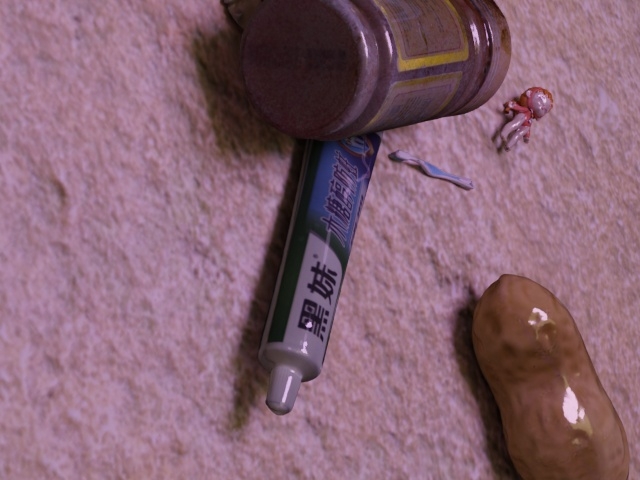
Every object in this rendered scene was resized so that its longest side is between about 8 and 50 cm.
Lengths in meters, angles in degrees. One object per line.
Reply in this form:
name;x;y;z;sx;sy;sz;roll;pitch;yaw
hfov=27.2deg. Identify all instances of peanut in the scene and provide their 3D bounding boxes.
peanut;0.266;0.186;1.519;0.147;0.148;0.318;-42;115;-47

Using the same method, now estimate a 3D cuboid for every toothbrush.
toothbrush;0.133;-0.081;1.523;0.162;0.017;0.014;16;68;-47

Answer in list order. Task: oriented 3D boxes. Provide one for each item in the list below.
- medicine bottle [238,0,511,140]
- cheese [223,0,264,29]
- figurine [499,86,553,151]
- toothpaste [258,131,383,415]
medicine bottle;0.062;-0.187;1.329;0.322;0.151;0.151;-18;95;-58
cheese;-0.040;-0.274;1.340;0.092;0.048;0.171;51;47;-35
figurine;0.252;-0.154;1.666;0.109;0.047;0.064;-49;126;-34
toothpaste;0.000;0.000;1.303;0.099;0.061;0.392;37;49;-29
